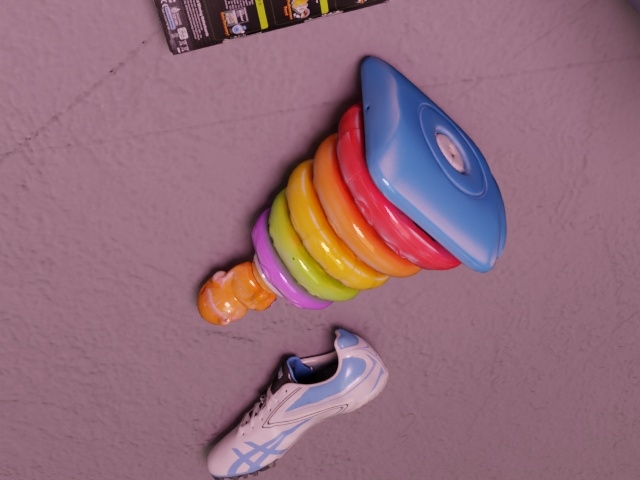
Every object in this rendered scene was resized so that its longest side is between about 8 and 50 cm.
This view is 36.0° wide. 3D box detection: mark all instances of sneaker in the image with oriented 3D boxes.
[{"bbox_3d":[-0.037,0.175,1.048,0.237,0.085,0.086,-37,101,19],"label":"sneaker"}]

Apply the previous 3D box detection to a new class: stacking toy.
[{"bbox_3d":[0.000,0.000,0.883,0.302,0.175,0.166,-34,126,27],"label":"stacking toy"}]

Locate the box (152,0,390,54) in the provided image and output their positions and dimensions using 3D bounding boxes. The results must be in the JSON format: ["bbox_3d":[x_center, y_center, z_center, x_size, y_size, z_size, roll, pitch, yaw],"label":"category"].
[{"bbox_3d":[-0.047,-0.240,0.719,0.184,0.045,0.191,-17,140,-3],"label":"box"}]

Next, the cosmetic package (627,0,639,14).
[{"bbox_3d":[0.308,-0.300,0.558,0.329,0.327,0.393,-33,137,12],"label":"cosmetic package"}]
